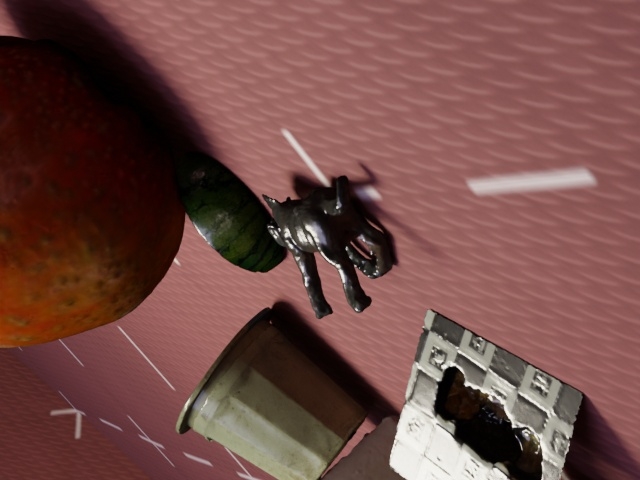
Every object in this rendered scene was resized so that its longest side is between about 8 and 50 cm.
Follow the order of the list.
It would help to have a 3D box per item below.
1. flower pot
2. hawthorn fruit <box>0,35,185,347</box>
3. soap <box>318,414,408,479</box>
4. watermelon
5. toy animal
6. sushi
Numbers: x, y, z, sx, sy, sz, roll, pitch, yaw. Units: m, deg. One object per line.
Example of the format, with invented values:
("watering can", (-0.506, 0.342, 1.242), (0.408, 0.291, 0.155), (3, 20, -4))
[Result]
("flower pot", (-0.057, 0.231, 1.901), (0.202, 0.212, 0.212), (37, 161, 5))
("hawthorn fruit", (-0.378, -0.038, 1.728), (0.403, 0.403, 0.403), (40, 161, 17))
("soap", (0.055, 0.383, 1.874), (0.159, 0.258, 0.302), (40, 162, 11))
("watermelon", (-0.097, -0.034, 1.681), (0.181, 0.075, 0.092), (52, -156, -14))
("toy animal", (0.000, 0.000, 1.465), (0.148, 0.084, 0.232), (49, 165, -5))
("sushi", (0.182, 0.197, 1.473), (0.215, 0.050, 0.192), (28, 114, 41))
